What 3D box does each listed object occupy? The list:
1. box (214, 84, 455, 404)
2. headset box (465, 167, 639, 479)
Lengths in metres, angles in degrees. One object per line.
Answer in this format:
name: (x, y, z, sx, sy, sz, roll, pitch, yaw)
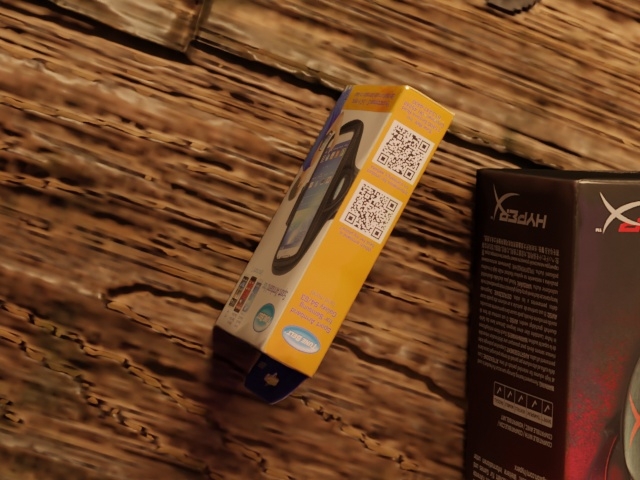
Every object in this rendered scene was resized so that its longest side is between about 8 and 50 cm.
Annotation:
box: (0.000, 0.000, 0.765, 0.028, 0.081, 0.136, 32, 85, -17)
headset box: (0.180, 0.117, 0.813, 0.218, 0.110, 0.293, 1, 94, -17)
